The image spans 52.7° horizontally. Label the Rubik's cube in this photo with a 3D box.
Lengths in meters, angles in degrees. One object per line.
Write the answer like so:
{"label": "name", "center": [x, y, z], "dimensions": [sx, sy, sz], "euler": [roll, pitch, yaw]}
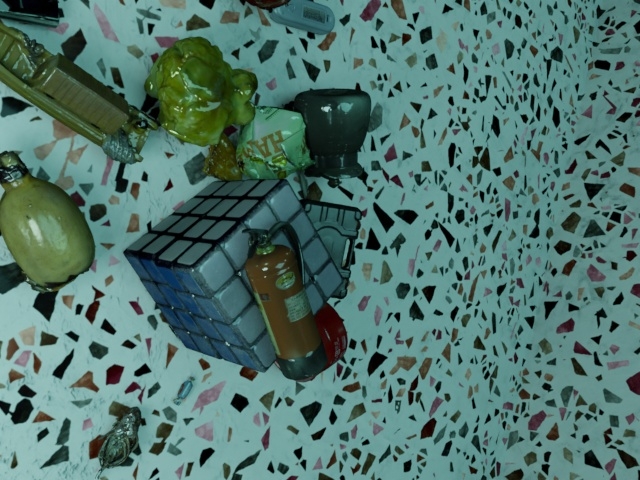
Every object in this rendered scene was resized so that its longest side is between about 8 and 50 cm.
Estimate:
{"label": "Rubik's cube", "center": [-0.211, 0.074, 1.614], "dimensions": [0.343, 0.337, 0.344], "euler": [-47, 123, -31]}

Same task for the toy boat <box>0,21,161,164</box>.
{"label": "toy boat", "center": [-0.546, -0.316, 1.391], "dimensions": [0.446, 0.162, 0.135], "euler": [35, 72, -39]}

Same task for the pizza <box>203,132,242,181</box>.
{"label": "pizza", "center": [-0.269, -0.208, 1.740], "dimensions": [0.131, 0.041, 0.178], "euler": [-54, 128, -34]}

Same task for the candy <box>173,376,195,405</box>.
{"label": "candy", "center": [-0.361, 0.396, 1.709], "dimensions": [0.030, 0.020, 0.083], "euler": [47, 62, -36]}

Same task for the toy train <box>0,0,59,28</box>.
{"label": "toy train", "center": [-0.676, -0.491, 1.337], "dimensions": [0.252, 0.048, 0.055], "euler": [0, 82, -38]}

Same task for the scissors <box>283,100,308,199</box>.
{"label": "scissors", "center": [-0.066, -0.263, 1.926], "dimensions": [0.109, 0.022, 0.299], "euler": [-53, 136, -60]}

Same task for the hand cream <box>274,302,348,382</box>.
{"label": "hand cream", "center": [-0.043, 0.281, 1.864], "dimensions": [0.149, 0.230, 0.230], "euler": [-24, 109, -39]}

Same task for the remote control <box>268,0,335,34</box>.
{"label": "remote control", "center": [-0.051, -0.670, 1.910], "dimensions": [0.244, 0.047, 0.087], "euler": [-1, 97, -42]}

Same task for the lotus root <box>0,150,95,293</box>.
{"label": "lotus root", "center": [-0.591, -0.044, 1.354], "dimensions": [0.183, 0.183, 0.309], "euler": [-37, 117, -35]}

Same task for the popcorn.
{"label": "popcorn", "center": [-0.283, -0.360, 1.591], "dimensions": [0.277, 0.226, 0.276], "euler": [-7, 101, -40]}

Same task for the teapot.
{"label": "teapot", "center": [0.027, -0.303, 1.925], "dimensions": [0.224, 0.305, 0.284], "euler": [-6, 110, -13]}

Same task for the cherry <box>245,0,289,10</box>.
{"label": "cherry", "center": [-0.133, -0.738, 1.739], "dimensions": [0.192, 0.175, 0.249], "euler": [30, 62, -10]}

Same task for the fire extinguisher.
{"label": "fire extinguisher", "center": [-0.085, 0.112, 1.455], "dimensions": [0.200, 0.113, 0.375], "euler": [-85, 160, -67]}

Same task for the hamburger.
{"label": "hamburger", "center": [-0.123, -0.255, 1.787], "dimensions": [0.235, 0.125, 0.214], "euler": [9, 78, -34]}

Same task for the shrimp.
{"label": "shrimp", "center": [-0.491, 0.492, 1.564], "dimensions": [0.190, 0.075, 0.073], "euler": [-56, 160, -12]}

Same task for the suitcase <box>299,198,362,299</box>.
{"label": "suitcase", "center": [0.005, 0.027, 1.931], "dimensions": [0.207, 0.066, 0.285], "euler": [8, 97, -21]}
